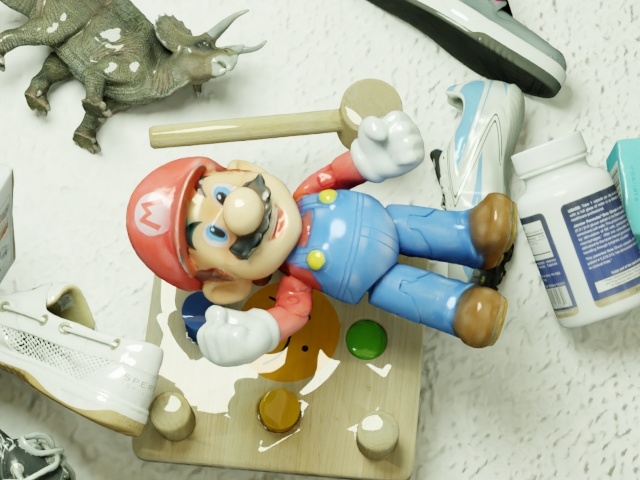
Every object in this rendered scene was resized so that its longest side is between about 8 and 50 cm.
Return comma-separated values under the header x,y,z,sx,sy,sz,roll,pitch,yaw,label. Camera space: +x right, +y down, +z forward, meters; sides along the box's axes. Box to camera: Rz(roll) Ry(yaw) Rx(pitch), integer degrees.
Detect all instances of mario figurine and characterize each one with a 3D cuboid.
x,y,z,sx,sy,sz,roll,pitch,yaw,label
0.000,0.000,1.155,0.320,0.170,0.198,9,38,-4,mario figurine

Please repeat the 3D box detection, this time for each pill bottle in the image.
x,y,z,sx,sy,sz,roll,pitch,yaw,label
0.239,-0.012,1.318,0.094,0.094,0.169,-21,91,-7,pill bottle

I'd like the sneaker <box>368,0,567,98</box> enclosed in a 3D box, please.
x,y,z,sx,sy,sz,roll,pitch,yaw,label
0.155,-0.283,1.415,0.295,0.124,0.178,35,85,11,sneaker

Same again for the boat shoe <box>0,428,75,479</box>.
x,y,z,sx,sy,sz,roll,pitch,yaw,label
-0.267,0.224,1.252,0.105,0.113,0.306,-25,77,-15,boat shoe

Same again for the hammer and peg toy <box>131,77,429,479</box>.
x,y,z,sx,sy,sz,roll,pitch,yaw,label
-0.033,0.034,1.306,0.266,0.127,0.361,4,73,3,hammer and peg toy

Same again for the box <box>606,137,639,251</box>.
x,y,z,sx,sy,sz,roll,pitch,yaw,label
0.408,-0.050,1.371,0.244,0.060,0.100,-4,73,-2,box

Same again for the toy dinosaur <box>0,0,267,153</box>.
x,y,z,sx,sy,sz,roll,pitch,yaw,label
-0.226,-0.195,1.398,0.313,0.121,0.160,29,62,13,toy dinosaur

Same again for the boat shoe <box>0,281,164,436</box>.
x,y,z,sx,sy,sz,roll,pitch,yaw,label
-0.241,0.083,1.263,0.277,0.098,0.096,22,82,34,boat shoe

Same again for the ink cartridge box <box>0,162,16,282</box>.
x,y,z,sx,sy,sz,roll,pitch,yaw,label
-0.439,0.039,1.153,0.272,0.130,0.309,19,49,6,ink cartridge box

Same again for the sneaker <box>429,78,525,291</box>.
x,y,z,sx,sy,sz,roll,pitch,yaw,label
0.144,-0.042,1.361,0.086,0.085,0.237,3,73,21,sneaker
